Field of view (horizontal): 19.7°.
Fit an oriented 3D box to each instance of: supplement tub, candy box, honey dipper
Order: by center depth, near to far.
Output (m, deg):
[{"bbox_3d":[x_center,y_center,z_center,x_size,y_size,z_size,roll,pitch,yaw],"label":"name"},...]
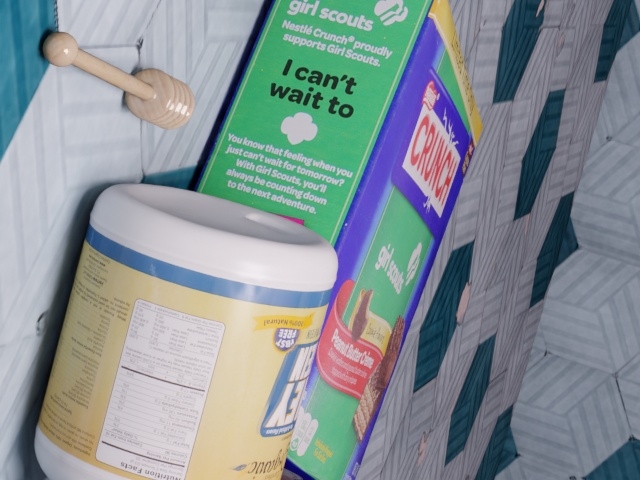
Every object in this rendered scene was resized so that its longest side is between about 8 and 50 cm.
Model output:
[{"bbox_3d":[-0.110,-0.087,0.997,0.160,0.030,0.030,17,91,-72],"label":"honey dipper"},{"bbox_3d":[-0.081,0.080,1.056,0.144,0.144,0.200,-14,120,-72],"label":"supplement tub"},{"bbox_3d":[0.000,0.000,1.289,0.268,0.122,0.317,54,54,-70],"label":"candy box"}]
